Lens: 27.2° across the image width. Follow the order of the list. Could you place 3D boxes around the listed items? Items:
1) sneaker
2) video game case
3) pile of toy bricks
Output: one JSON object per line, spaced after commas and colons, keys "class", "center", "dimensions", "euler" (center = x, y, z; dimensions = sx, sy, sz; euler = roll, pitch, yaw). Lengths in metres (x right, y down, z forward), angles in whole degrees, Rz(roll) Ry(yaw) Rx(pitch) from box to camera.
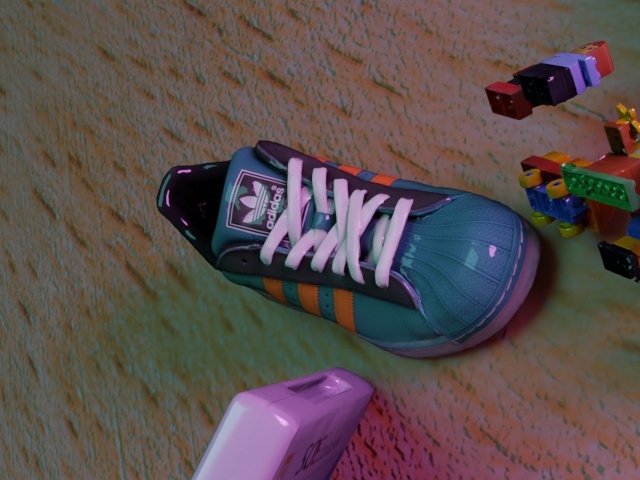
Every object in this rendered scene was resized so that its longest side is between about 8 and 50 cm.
{"class": "sneaker", "center": [0.000, 0.000, 0.839], "dimensions": [0.302, 0.121, 0.108], "euler": [6, 74, 53]}
{"class": "video game case", "center": [-0.073, 0.223, 0.701], "dimensions": [0.329, 0.036, 0.300], "euler": [-63, -9, 1]}
{"class": "pile of toy bricks", "center": [0.182, -0.049, 0.674], "dimensions": [0.105, 0.118, 0.212], "euler": [-27, 21, -14]}
